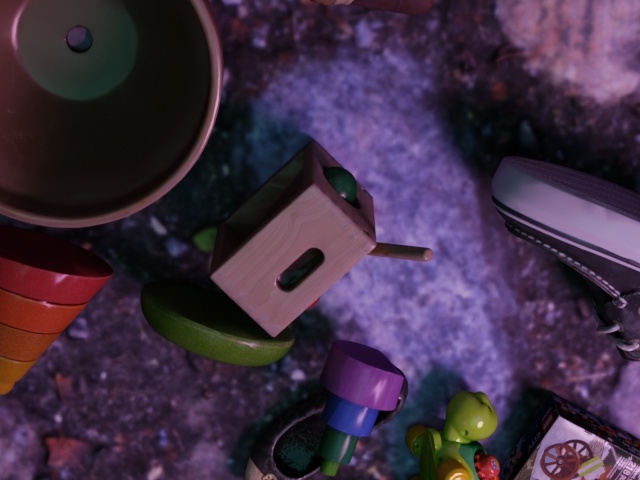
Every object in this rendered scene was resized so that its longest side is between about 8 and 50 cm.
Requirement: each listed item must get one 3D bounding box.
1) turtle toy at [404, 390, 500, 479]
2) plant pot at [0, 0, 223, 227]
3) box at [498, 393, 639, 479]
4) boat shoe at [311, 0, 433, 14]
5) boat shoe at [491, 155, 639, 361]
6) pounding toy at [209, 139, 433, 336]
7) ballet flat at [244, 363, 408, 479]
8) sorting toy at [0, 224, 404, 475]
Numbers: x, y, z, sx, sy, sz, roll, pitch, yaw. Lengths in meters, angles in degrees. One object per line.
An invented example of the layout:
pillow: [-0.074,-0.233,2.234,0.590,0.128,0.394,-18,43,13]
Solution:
turtle toy: [0.116,0.187,1.375,0.066,0.095,0.130,-8,112,-18]
plant pot: [-0.189,-0.138,1.231,0.237,0.110,0.237,0,111,0]
box: [0.207,0.265,1.422,0.159,0.044,0.233,28,109,-10]
boat shoe: [0.087,-0.317,1.160,0.123,0.123,0.342,12,115,-13]
boat shoe: [0.270,0.046,1.293,0.335,0.121,0.119,26,105,-12]
pounding toy: [0.000,0.000,1.273,0.141,0.130,0.100,-41,106,15]
ballet flat: [0.001,0.161,1.380,0.173,0.049,0.057,-40,105,15]
sorting toy: [-0.122,0.102,1.305,0.365,0.127,0.126,19,99,-6]
